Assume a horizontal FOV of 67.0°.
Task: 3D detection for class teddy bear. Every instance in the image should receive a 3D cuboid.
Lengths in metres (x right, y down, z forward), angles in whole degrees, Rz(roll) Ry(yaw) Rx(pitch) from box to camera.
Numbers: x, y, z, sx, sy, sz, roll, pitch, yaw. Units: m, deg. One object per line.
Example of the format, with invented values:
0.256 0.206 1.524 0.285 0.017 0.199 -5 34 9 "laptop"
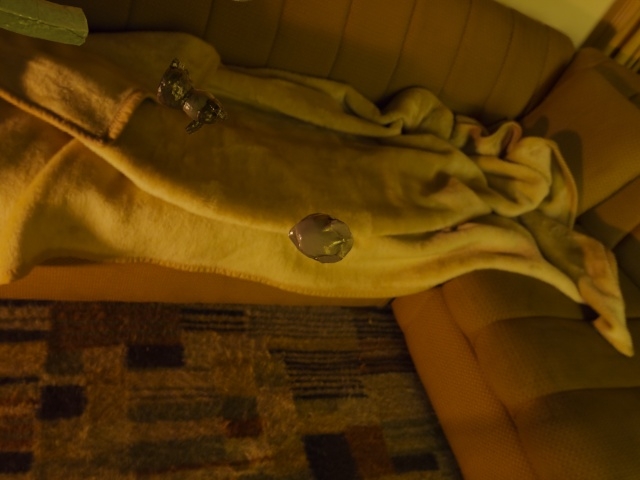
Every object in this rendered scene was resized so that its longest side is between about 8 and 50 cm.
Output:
-0.436 -0.462 1.635 0.251 0.171 0.144 40 28 -16 "teddy bear"

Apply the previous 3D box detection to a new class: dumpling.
0.001 0.000 1.352 0.176 0.150 0.092 -15 12 2 "dumpling"

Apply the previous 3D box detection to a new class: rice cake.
-0.390 -0.276 0.548 0.245 0.042 0.045 -1 75 -53 "rice cake"
